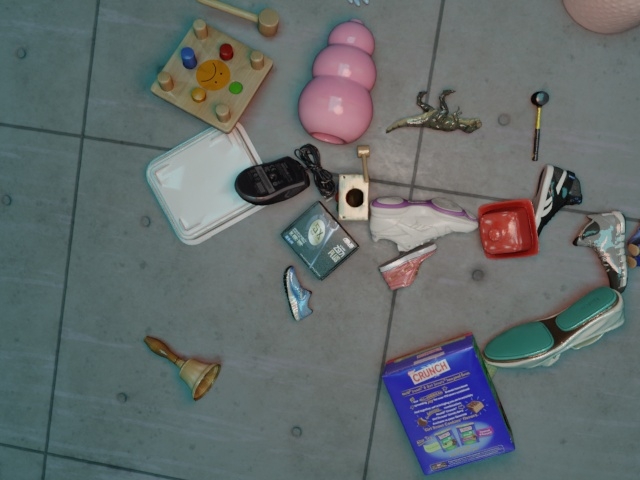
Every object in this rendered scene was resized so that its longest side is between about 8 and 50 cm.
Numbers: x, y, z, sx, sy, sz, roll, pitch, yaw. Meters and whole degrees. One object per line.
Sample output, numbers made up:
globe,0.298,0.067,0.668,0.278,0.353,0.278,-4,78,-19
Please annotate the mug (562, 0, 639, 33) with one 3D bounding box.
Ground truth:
mug,0.793,-0.735,1.392,0.276,0.328,0.374,19,95,3

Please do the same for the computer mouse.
computer mouse,-0.108,-0.159,1.602,0.272,0.072,0.189,-17,64,-18

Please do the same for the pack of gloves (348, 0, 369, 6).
pack of gloves,0.132,-0.787,1.592,0.195,0.046,0.232,-23,92,7

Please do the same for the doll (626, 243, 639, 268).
doll,0.934,0.041,1.567,0.188,0.046,0.129,-3,114,-8

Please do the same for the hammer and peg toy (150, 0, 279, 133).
hammer and peg toy,-0.278,-0.502,1.600,0.265,0.127,0.361,28,78,3

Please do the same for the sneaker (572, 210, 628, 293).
sneaker,0.766,0.033,1.581,0.132,0.086,0.229,-1,84,10

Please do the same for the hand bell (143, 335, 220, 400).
hand bell,-0.432,0.358,1.709,0.242,0.126,0.126,30,96,14

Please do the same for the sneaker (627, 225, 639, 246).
sneaker,0.905,-0.035,1.574,0.053,0.059,0.144,31,115,-28

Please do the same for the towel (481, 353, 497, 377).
towel,0.429,0.366,1.656,0.148,0.027,0.110,28,95,4

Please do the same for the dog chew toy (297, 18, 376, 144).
dog chew toy,0.059,-0.436,1.555,0.206,0.206,0.332,13,87,4

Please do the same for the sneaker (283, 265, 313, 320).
sneaker,-0.064,0.149,1.679,0.073,0.063,0.162,-15,97,-11

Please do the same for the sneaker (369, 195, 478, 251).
sneaker,0.286,-0.042,1.616,0.304,0.114,0.152,6,115,4

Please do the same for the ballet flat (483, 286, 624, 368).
ballet flat,0.653,0.272,1.579,0.400,0.139,0.139,-31,91,14

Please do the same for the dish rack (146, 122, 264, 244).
dish rack,-0.329,-0.170,1.667,0.332,0.072,0.286,-28,90,5

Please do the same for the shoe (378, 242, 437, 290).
shoe,0.261,0.075,1.636,0.177,0.063,0.081,-26,96,9

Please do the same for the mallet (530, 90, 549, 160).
mallet,0.600,-0.315,1.573,0.039,0.062,0.190,1,95,6

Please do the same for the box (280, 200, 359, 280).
box,0.000,0.000,1.643,0.147,0.077,0.180,-41,89,6

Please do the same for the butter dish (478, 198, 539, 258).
butter dish,0.493,-0.023,1.554,0.160,0.118,0.160,-7,95,40

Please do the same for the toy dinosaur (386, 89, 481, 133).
toy dinosaur,0.318,-0.358,1.600,0.268,0.064,0.118,2,101,8

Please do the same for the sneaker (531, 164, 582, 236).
sneaker,0.650,-0.091,1.576,0.121,0.079,0.217,15,95,3

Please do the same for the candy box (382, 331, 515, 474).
candy box,0.356,0.455,1.601,0.268,0.122,0.317,-22,97,14

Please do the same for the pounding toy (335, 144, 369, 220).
pounding toy,0.087,-0.157,1.572,0.094,0.181,0.206,1,94,5
